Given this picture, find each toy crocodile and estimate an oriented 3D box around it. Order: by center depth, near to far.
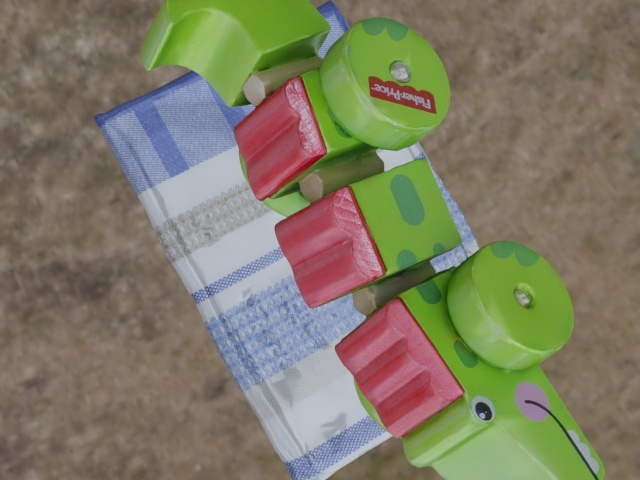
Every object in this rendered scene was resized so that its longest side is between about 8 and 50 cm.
[{"bbox_3d":[0.029,0.005,0.773,0.105,0.340,0.115,-23,172,-42],"label":"toy crocodile"}]

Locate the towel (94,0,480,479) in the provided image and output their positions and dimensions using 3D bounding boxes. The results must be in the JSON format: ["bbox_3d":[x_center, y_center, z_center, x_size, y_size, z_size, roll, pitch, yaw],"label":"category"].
[{"bbox_3d":[0.000,0.000,1.019,0.209,0.285,0.034,-30,-178,-26],"label":"towel"}]
